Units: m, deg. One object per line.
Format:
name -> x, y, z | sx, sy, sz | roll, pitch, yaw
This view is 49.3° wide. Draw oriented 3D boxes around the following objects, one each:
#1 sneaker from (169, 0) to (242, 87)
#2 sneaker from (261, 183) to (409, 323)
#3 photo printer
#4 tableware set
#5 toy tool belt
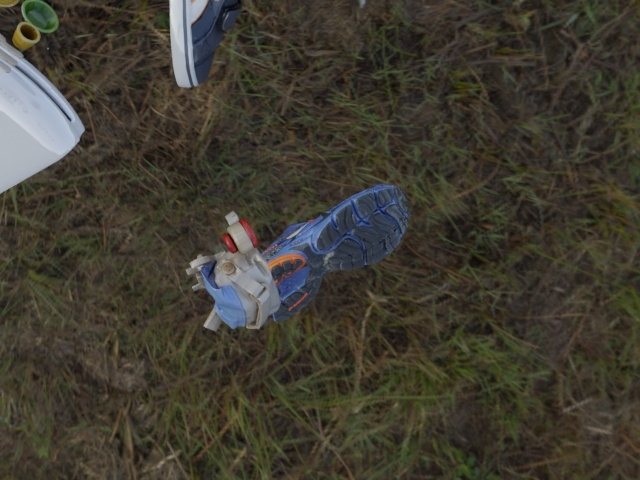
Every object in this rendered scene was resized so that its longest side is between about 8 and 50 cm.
sneaker -> -0.129, -0.341, 0.886 | 0.128, 0.126, 0.321 | 1, 129, -9
sneaker -> 0.000, 0.000, 0.788 | 0.221, 0.087, 0.083 | -31, 120, -5
photo printer -> -0.585, -0.209, 1.207 | 0.308, 0.107, 0.256 | -20, 131, 28
tableware set -> -0.323, -0.236, 0.646 | 0.154, 0.024, 0.104 | 41, 44, -25
toy tool belt -> -0.057, 0.025, 0.429 | 0.051, 0.052, 0.083 | -30, 146, -12
